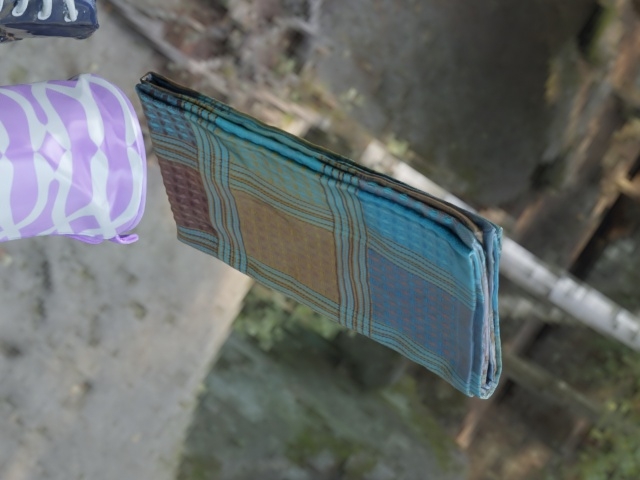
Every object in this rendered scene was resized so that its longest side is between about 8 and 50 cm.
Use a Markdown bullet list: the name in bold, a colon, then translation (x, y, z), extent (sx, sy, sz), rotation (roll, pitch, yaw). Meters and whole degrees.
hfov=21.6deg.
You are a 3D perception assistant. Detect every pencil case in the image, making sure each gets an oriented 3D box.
- **pencil case**: translation (-0.180, -0.024, 0.768), extent (0.206, 0.088, 0.086), rotation (-13, -174, -33)

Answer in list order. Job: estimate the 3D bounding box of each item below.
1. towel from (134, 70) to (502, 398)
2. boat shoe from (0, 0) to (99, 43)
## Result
- **towel**: translation (0.000, 0.000, 1.554), extent (0.040, 0.370, 0.271), rotation (-53, 155, -26)
- **boat shoe**: translation (-0.257, -0.222, 1.341), extent (0.340, 0.158, 0.127), rotation (-131, -137, -83)
